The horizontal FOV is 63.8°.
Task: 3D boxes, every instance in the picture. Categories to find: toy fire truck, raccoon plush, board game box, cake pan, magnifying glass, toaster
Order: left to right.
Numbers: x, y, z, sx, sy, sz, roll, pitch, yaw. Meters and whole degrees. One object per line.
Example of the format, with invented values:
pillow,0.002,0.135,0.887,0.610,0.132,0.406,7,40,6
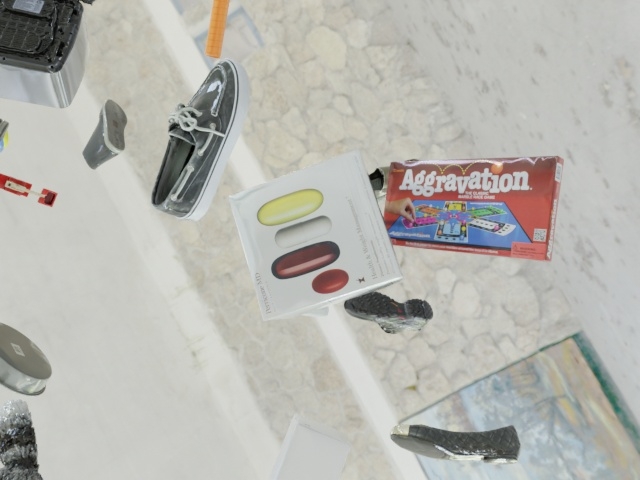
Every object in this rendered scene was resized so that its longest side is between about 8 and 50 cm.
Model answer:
raccoon plush,-0.799,0.614,1.152,0.299,0.216,0.446,0,-136,-44
cake pan,-0.940,0.352,1.566,0.293,0.054,0.293,44,172,8
toy fire truck,-0.877,-0.155,1.480,0.192,0.047,0.135,23,174,-42
toaster,-0.478,-0.326,0.851,0.110,0.185,0.168,120,156,-62
magnifying glass,-0.125,-0.362,0.680,0.092,0.026,0.231,-132,51,-67
board game box,0.217,-0.053,0.792,0.027,0.281,0.145,11,-93,-45

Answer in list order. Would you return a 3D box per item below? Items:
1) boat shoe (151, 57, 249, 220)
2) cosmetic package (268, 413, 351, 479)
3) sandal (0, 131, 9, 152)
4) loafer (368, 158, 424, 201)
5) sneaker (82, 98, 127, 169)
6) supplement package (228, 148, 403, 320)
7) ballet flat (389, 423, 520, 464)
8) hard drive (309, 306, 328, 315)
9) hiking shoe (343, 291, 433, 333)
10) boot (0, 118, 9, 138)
boat shoe,-0.223,-0.191,0.917,0.113,0.306,0.105,23,-179,36
cosmetic package,-0.066,0.648,1.297,0.155,0.365,0.197,23,170,1
sandal,-0.873,-0.270,1.161,0.317,0.126,0.138,20,-143,-2
loafer,0.208,-0.180,1.556,0.087,0.251,0.094,60,-175,-68
sneaker,-0.631,-0.312,1.485,0.083,0.118,0.222,40,-153,-46
supplement package,0.000,0.000,0.779,0.149,0.203,0.194,32,-141,-78
ballet flat,0.178,0.264,0.685,0.057,0.173,0.049,98,179,-52
hard drive,-0.044,0.077,1.235,0.307,0.040,0.203,33,-129,-71
hiking shoe,0.165,0.198,1.305,0.086,0.227,0.114,-86,8,-46
boot,-0.797,-0.212,1.071,0.178,0.236,0.085,44,-171,-30
